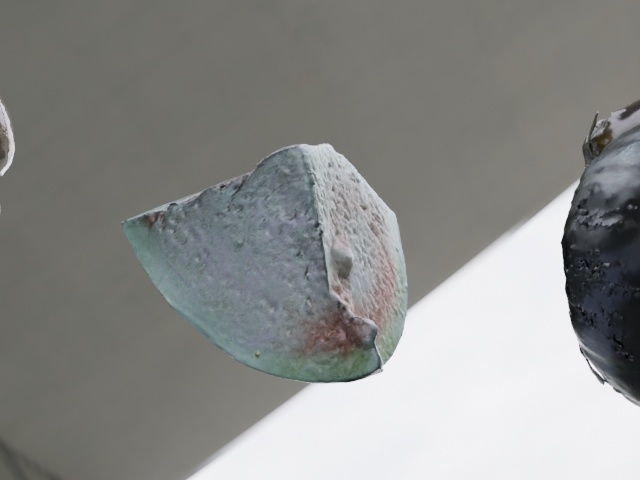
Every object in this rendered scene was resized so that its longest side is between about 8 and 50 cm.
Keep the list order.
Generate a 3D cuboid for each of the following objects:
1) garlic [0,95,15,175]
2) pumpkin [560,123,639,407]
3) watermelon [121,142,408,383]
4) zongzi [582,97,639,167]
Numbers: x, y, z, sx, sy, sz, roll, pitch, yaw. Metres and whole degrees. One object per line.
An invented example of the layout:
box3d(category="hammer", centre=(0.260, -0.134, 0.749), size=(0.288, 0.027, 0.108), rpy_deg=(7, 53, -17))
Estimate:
box3d(category="garlic", centre=(-0.359, -0.090, 1.831), size=(0.191, 0.214, 0.160), rpy_deg=(11, -72, -49))
box3d(category="pumpkin", centre=(0.272, 0.018, 1.389), size=(0.233, 0.163, 0.233), rpy_deg=(-2, -87, -44))
box3d(category="watermelon", centre=(0.000, 0.000, 1.938), size=(0.289, 0.320, 0.214), rpy_deg=(-19, -48, -44))
box3d(category="zongzi", centre=(0.419, -0.137, 2.133), size=(0.247, 0.111, 0.241), rpy_deg=(-12, -16, -43))
